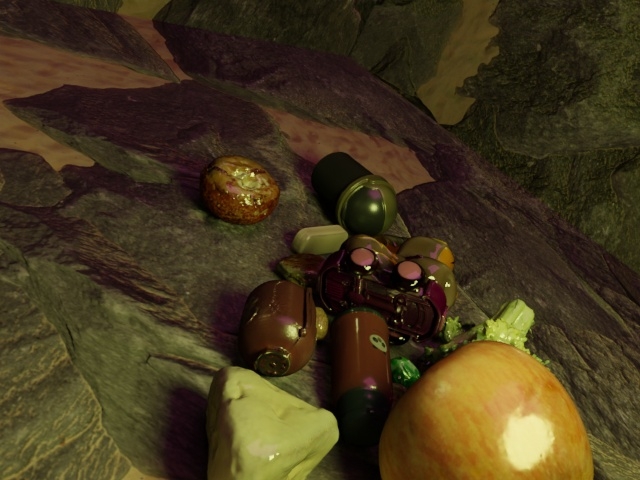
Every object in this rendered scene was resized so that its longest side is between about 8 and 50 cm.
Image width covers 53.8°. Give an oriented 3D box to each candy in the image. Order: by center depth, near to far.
[{"bbox_3d":[0.254,0.407,1.448,0.097,0.097,0.323,-10,55,-49],"label":"candy"}]

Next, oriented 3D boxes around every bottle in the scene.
[{"bbox_3d":[0.089,0.299,1.395,0.144,0.144,0.336,22,30,-11],"label":"bottle"}]

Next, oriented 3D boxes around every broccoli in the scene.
[{"bbox_3d":[0.404,0.268,1.514,0.293,0.281,0.348,29,-20,37],"label":"broccoli"}]

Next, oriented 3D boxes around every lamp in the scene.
[{"bbox_3d":[-0.087,0.185,1.387,0.180,0.180,0.258,22,31,-11],"label":"lamp"}]

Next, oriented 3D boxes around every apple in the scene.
[{"bbox_3d":[0.305,0.401,1.173,0.391,0.392,0.346,2,37,-40],"label":"apple"}]

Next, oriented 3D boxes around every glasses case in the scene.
[{"bbox_3d":[0.000,0.000,1.868,0.196,0.083,0.050,-5,43,-47],"label":"glasses case"}]

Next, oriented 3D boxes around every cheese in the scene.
[{"bbox_3d":[-0.127,0.347,1.095,0.251,0.174,0.248,35,20,12],"label":"cheese"}]

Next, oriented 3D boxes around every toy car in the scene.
[{"bbox_3d":[0.178,0.092,1.591,0.340,0.271,0.240,18,48,12],"label":"toy car"}]

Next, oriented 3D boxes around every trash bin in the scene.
[{"bbox_3d":[0.118,-0.144,2.074,0.214,0.214,0.334,4,33,-37],"label":"trash bin"}]

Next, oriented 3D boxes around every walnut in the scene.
[{"bbox_3d":[-0.019,0.202,1.530,0.078,0.083,0.096,-4,33,1],"label":"walnut"}]

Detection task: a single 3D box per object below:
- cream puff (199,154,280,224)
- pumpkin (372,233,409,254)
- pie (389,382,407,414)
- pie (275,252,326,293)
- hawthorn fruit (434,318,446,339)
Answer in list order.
[{"bbox_3d":[-0.239,-0.140,1.812,0.240,0.164,0.240,18,45,-19],"label":"cream puff"},{"bbox_3d":[0.210,0.107,1.764,0.139,0.190,0.281,16,31,-24],"label":"pumpkin"},{"bbox_3d":[0.170,0.367,1.432,0.084,0.084,0.021,37,1,16],"label":"pie"},{"bbox_3d":[-0.030,0.084,1.715,0.193,0.079,0.163,7,25,-33],"label":"pie"},{"bbox_3d":[0.348,0.250,1.791,0.103,0.067,0.067,13,29,-49],"label":"hawthorn fruit"}]
